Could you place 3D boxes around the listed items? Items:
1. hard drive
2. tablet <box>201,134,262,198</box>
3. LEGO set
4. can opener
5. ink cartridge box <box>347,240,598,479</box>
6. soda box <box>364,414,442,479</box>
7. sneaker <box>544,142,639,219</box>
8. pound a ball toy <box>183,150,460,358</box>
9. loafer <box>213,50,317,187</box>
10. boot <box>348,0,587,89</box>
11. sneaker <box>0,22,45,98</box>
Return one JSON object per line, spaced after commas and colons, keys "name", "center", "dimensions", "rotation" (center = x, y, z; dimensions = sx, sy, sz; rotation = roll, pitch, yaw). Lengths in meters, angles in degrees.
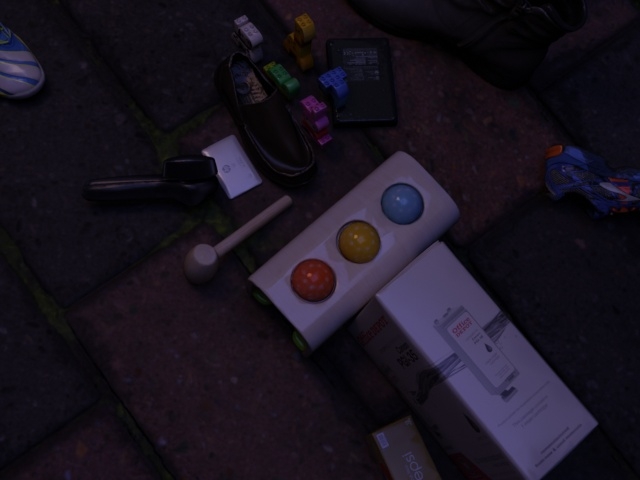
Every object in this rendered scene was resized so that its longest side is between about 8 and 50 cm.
{"name": "hard drive", "center": [0.060, -0.231, 1.315], "dimensions": [0.094, 0.022, 0.135], "rotation": [-3, 74, -8]}
{"name": "tablet", "center": [-0.125, -0.104, 1.263], "dimensions": [0.054, 0.006, 0.083], "rotation": [-29, 79, -14]}
{"name": "LEGO set", "center": [-0.029, -0.253, 1.255], "dimensions": [0.087, 0.093, 0.227], "rotation": [-33, 71, -17]}
{"name": "can opener", "center": [-0.229, -0.076, 1.219], "dimensions": [0.186, 0.059, 0.073], "rotation": [-6, 102, 1]}
{"name": "ink cartridge box", "center": [0.175, 0.164, 1.121], "dimensions": [0.117, 0.207, 0.283], "rotation": [-37, 81, -17]}
{"name": "soda box", "center": [0.124, 0.319, 1.145], "dimensions": [0.058, 0.061, 0.181], "rotation": [-22, 78, -13]}
{"name": "sneaker", "center": [0.421, -0.065, 1.295], "dimensions": [0.221, 0.083, 0.087], "rotation": [19, 86, 4]}
{"name": "pound a ball toy", "center": [0.000, 0.000, 1.183], "dimensions": [0.319, 0.136, 0.208], "rotation": [-40, 83, -16]}
{"name": "loafer", "center": [-0.080, -0.170, 1.250], "dimensions": [0.080, 0.078, 0.220], "rotation": [-34, 81, -15]}
{"name": "boot", "center": [0.196, -0.360, 1.265], "dimensions": [0.338, 0.223, 0.118], "rotation": [25, 73, 0]}
{"name": "sneaker", "center": [-0.478, -0.290, 1.208], "dimensions": [0.240, 0.126, 0.091], "rotation": [38, 73, 5]}
